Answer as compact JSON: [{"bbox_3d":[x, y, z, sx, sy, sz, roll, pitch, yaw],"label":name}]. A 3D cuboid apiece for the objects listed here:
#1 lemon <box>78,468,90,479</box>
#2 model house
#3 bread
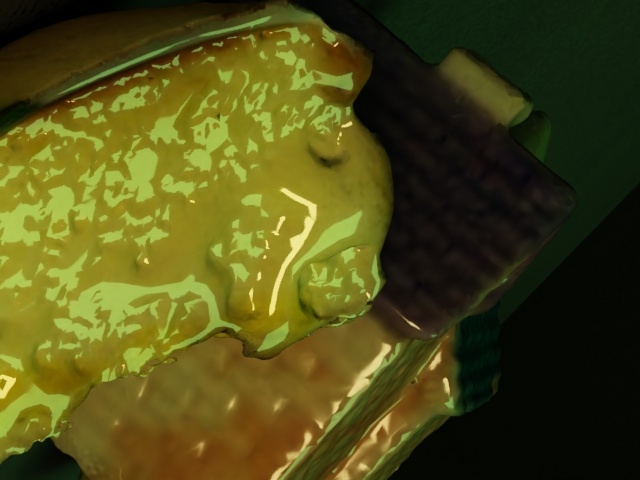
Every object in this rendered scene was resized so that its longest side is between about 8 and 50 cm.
[{"bbox_3d":[-0.087,0.209,1.678,0.233,0.233,0.288,-29,164,-45],"label":"lemon"},{"bbox_3d":[0.000,0.000,1.103,0.280,0.245,0.312,-50,169,12],"label":"model house"},{"bbox_3d":[-0.098,-0.016,0.883,0.251,0.174,0.133,-25,-151,-25],"label":"bread"}]
